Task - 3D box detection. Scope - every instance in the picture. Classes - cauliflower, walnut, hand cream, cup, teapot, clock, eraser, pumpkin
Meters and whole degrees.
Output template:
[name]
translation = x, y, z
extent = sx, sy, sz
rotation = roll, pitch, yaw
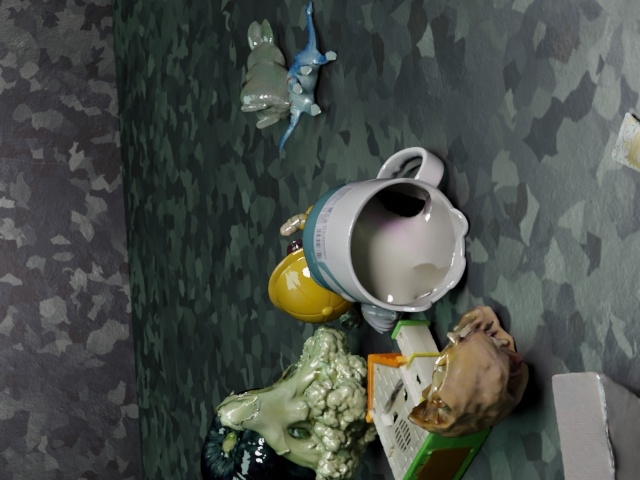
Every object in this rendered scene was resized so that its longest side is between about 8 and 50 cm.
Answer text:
[cauliflower]
translation = -0.008, 0.330, 2.012
extent = 0.260, 0.281, 0.326
rotation = -14, 85, 39
[walnut]
translation = 0.231, 0.220, 1.606
extent = 0.204, 0.141, 0.238
rotation = -61, -5, 15
[hand cream]
translation = 0.419, -0.096, 1.299
extent = 0.194, 0.042, 0.067
rotation = -127, 40, -57
[cup]
translation = 0.111, -0.026, 1.807
extent = 0.289, 0.219, 0.258
rotation = -64, 23, -9
[teapot]
translation = 0.050, 0.134, 2.115
extent = 0.067, 0.057, 0.083
rotation = 79, 169, -67
[clock]
translation = 0.168, 0.291, 1.829
extent = 0.255, 0.106, 0.219
rotation = -109, 30, -41
[eraser]
translation = 0.387, 0.345, 1.379
extent = 0.111, 0.077, 0.352
rotation = 157, 108, -67
[pumpkin]
translation = -0.121, 0.478, 2.320
extent = 0.315, 0.239, 0.315
rotation = -36, 43, 42

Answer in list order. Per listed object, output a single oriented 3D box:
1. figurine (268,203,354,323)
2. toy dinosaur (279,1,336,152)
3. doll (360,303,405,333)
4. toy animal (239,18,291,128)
[figurine]
translation = 0.004, 0.037, 2.017
extent = 0.167, 0.192, 0.256
rotation = -17, 47, 40
[toy dinosaur]
translation = -0.035, -0.340, 2.211
extent = 0.144, 0.076, 0.329
rotation = -152, 70, -68
[doll]
translation = 0.108, 0.122, 1.970
extent = 0.180, 0.079, 0.094
rotation = -140, 50, -73
[toy animal]
translation = -0.116, -0.381, 2.379
extent = 0.125, 0.127, 0.251
rotation = 106, 166, -60
